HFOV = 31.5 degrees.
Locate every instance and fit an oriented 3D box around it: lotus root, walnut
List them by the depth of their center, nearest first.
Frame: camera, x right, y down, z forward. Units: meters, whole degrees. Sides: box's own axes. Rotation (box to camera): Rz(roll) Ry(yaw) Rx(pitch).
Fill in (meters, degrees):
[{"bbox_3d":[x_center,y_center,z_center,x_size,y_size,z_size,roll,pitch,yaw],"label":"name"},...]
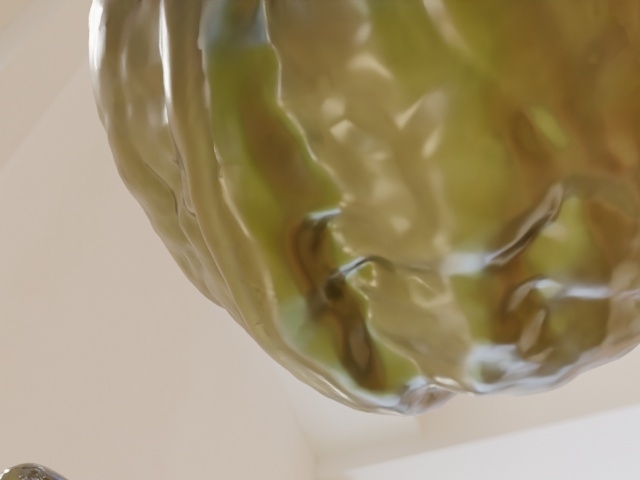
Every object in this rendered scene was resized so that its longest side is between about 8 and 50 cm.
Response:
[{"bbox_3d":[0.035,-0.062,0.433,0.248,0.248,0.248,-16,-90,-76],"label":"walnut"},{"bbox_3d":[-0.314,0.309,1.308,0.089,0.179,0.080,14,-77,-53],"label":"lotus root"}]
